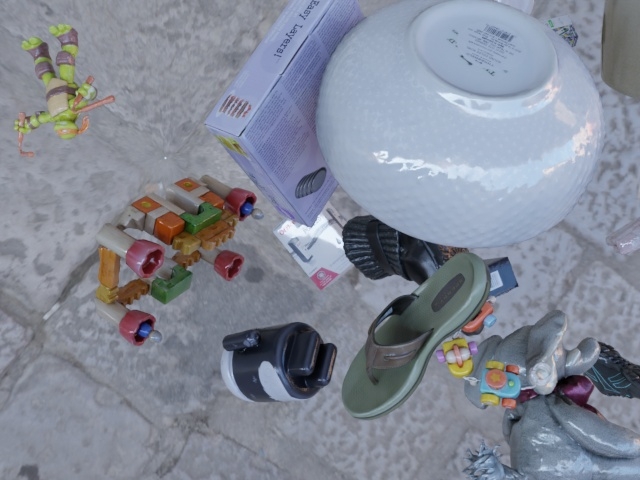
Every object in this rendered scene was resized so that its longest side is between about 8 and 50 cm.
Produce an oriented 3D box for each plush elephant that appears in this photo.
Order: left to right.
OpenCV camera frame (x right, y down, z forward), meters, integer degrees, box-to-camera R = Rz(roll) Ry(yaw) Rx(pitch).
[{"bbox_3d":[0.368,0.248,1.098,0.330,0.272,0.255,7,77,-19],"label":"plush elephant"}]

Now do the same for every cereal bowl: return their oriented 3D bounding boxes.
[{"bbox_3d":[0.164,-0.166,0.783,0.339,0.141,0.338,2,57,-3],"label":"cereal bowl"}]

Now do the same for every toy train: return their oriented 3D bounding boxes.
[{"bbox_3d":[0.231,0.148,0.948,0.125,0.046,0.166,-39,59,-5],"label":"toy train"}]

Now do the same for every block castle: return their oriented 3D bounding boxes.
[{"bbox_3d":[-0.347,0.040,1.760,0.213,0.453,0.303,28,125,19],"label":"block castle"}]

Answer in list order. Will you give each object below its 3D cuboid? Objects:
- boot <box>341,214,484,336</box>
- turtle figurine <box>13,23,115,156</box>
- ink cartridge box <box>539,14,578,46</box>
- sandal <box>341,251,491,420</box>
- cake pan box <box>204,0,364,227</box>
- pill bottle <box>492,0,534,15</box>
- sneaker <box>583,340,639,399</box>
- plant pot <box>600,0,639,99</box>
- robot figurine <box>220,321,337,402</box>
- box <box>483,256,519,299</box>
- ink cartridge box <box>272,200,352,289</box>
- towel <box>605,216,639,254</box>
[{"bbox_3d":[0.217,0.075,1.599,0.131,0.260,0.347,-25,92,-47],"label":"boot"},{"bbox_3d":[-0.462,-0.274,1.249,0.087,0.270,0.217,2,73,-55],"label":"turtle figurine"},{"bbox_3d":[0.446,-0.407,1.374,0.115,0.029,0.062,-13,63,0],"label":"ink cartridge box"},{"bbox_3d":[0.119,0.129,0.995,0.086,0.120,0.302,23,111,-36],"label":"sandal"},{"bbox_3d":[-0.009,-0.185,0.932,0.070,0.246,0.266,26,78,28],"label":"cake pan box"},{"bbox_3d":[0.304,-0.447,1.284,0.094,0.169,0.094,-12,114,-30],"label":"pill bottle"},{"bbox_3d":[0.792,0.366,1.798,0.101,0.267,0.106,-2,113,-26],"label":"sneaker"},{"bbox_3d":[0.569,-0.375,1.114,0.257,0.256,0.274,-1,129,-13],"label":"plant pot"},{"bbox_3d":[-0.095,0.269,1.531,0.174,0.278,0.209,-29,101,-49],"label":"robot figurine"},{"bbox_3d":[0.427,0.116,1.898,0.156,0.158,0.093,-21,92,-21],"label":"box"},{"bbox_3d":[0.000,0.000,1.869,0.158,0.092,0.218,-43,80,24],"label":"ink cartridge box"},{"bbox_3d":[0.715,-0.072,1.333,0.332,0.317,0.053,-35,78,16],"label":"towel"}]
